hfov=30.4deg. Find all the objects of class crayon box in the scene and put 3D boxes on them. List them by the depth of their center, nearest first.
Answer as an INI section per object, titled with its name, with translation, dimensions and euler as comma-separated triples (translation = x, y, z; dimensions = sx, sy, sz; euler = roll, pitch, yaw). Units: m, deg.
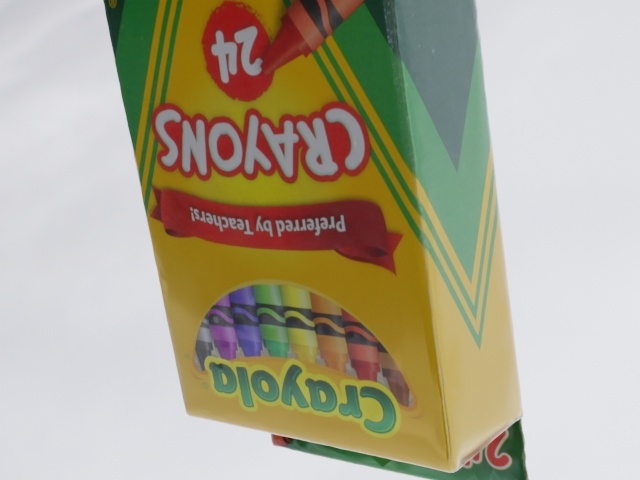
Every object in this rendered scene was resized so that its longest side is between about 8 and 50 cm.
[crayon box]
translation = 0.000, 0.000, 0.654
dimensions = 0.202, 0.319, 0.081
euler = 3, -160, 40
